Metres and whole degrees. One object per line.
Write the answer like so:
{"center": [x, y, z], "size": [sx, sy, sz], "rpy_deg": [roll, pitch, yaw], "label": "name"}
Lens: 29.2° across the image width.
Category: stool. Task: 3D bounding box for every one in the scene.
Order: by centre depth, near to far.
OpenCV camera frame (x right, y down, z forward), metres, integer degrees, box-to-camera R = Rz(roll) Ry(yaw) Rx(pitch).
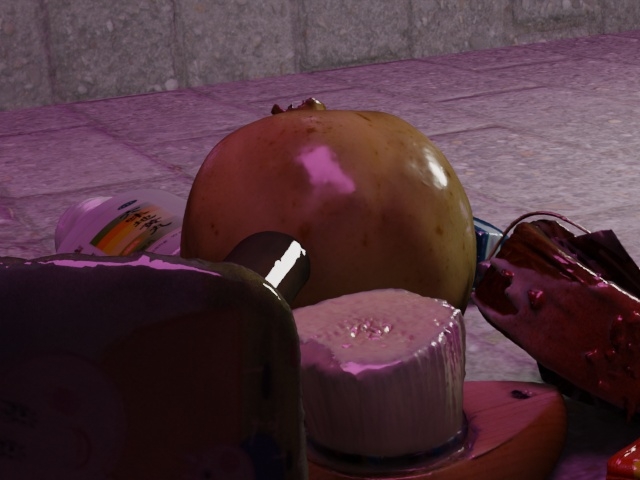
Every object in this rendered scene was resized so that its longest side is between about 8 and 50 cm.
{"center": [-0.152, 0.145, 0.761], "size": [0.310, 0.310, 0.226], "rpy_deg": [-2, 9, 2], "label": "stool"}

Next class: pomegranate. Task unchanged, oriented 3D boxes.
{"center": [0.000, 0.000, 1.210], "size": [0.319, 0.319, 0.319], "rpy_deg": [-3, 16, 1], "label": "pomegranate"}

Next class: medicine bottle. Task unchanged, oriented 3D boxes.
{"center": [-0.211, 0.028, 1.451], "size": [0.179, 0.124, 0.324], "rpy_deg": [-43, 28, -14], "label": "medicine bottle"}

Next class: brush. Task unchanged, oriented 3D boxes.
{"center": [0.089, 0.130, 0.994], "size": [0.266, 0.166, 0.174], "rpy_deg": [-10, 17, -27], "label": "brush"}

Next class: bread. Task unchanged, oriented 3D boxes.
{"center": [0.245, 0.063, 1.115], "size": [0.224, 0.142, 0.212], "rpy_deg": [36, 9, 21], "label": "bread"}

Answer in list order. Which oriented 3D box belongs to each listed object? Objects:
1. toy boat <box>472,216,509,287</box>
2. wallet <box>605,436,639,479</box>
{"center": [0.135, -0.001, 1.570], "size": [0.062, 0.096, 0.299], "rpy_deg": [0, 10, -29], "label": "toy boat"}
{"center": [0.345, 0.159, 1.008], "size": [0.141, 0.067, 0.241], "rpy_deg": [7, 20, 40], "label": "wallet"}
